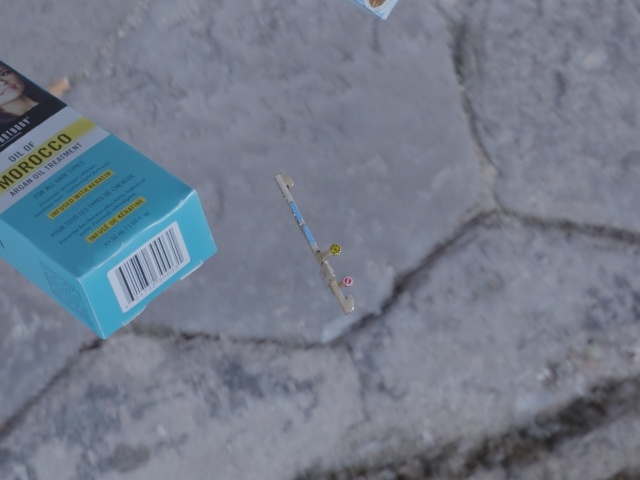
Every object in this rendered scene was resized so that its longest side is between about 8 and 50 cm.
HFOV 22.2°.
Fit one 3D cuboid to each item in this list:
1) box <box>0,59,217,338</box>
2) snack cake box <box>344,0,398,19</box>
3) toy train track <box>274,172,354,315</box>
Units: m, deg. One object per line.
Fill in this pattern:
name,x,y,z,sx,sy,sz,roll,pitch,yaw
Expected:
box,-0.186,-0.037,1.099,0.100,0.244,0.060,-39,139,-22
snack cake box,-0.003,-0.240,0.947,0.152,0.089,0.264,-60,156,6
toy train track,0.000,0.000,0.872,0.014,0.048,0.083,-27,84,-7
